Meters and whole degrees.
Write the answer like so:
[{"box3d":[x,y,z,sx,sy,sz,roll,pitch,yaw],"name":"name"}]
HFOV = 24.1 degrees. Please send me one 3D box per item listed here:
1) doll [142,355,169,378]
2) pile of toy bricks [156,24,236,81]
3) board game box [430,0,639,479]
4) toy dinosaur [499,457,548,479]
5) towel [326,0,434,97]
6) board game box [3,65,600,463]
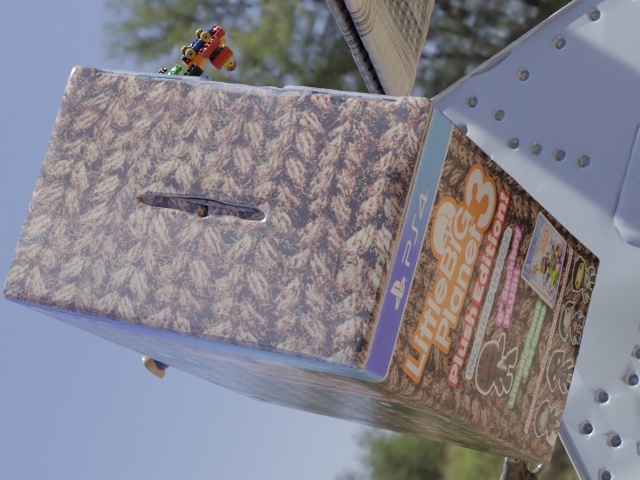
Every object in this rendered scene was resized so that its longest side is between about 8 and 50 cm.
[{"box3d":[-0.146,0.099,1.908,0.189,0.046,0.129,-41,30,11],"name":"doll"},{"box3d":[-0.175,-0.183,2.040,0.212,0.105,0.118,-49,26,0],"name":"pile of toy bricks"},{"box3d":[0.310,-0.041,1.236,0.390,0.390,0.050,-33,-22,25],"name":"board game box"},{"box3d":[0.216,0.420,2.025,0.160,0.121,0.313,-13,-39,-39],"name":"toy dinosaur"},{"box3d":[0.080,-0.372,1.976,0.324,0.056,0.312,60,-144,-41],"name":"towel"},{"box3d":[0.004,0.022,0.898,0.291,0.232,0.141,32,-110,-58],"name":"board game box"}]
